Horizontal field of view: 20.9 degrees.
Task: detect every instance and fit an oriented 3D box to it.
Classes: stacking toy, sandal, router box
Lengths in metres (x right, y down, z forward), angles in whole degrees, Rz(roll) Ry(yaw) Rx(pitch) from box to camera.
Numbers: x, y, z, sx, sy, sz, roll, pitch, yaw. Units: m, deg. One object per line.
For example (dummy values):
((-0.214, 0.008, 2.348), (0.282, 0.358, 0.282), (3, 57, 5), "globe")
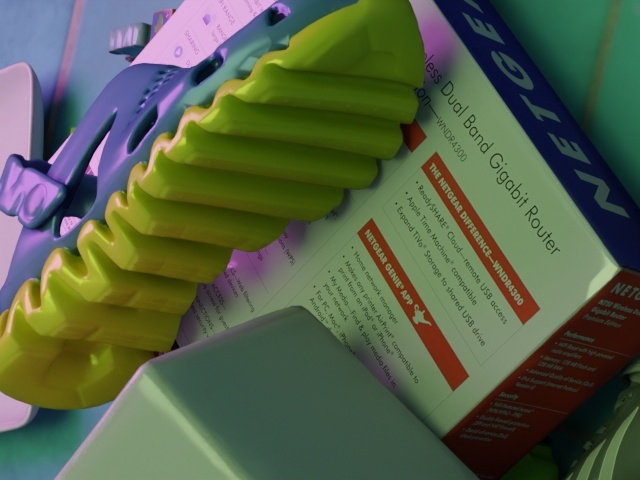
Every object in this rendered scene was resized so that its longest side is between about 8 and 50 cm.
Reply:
((-0.095, -0.142, 1.204), (0.221, 0.052, 0.167), (-2, 78, 46), "stacking toy")
((-0.080, -0.046, 0.918), (0.317, 0.126, 0.138), (-38, 53, 27), "sandal")
((0.000, 0.000, 0.971), (0.301, 0.082, 0.335), (-45, 54, 23), "router box")

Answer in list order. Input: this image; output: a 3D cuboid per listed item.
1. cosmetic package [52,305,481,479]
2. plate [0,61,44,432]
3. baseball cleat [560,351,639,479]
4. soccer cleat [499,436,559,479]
((0.050, 0.271, 0.781), (0.453, 0.161, 0.230), (45, 115, 13), "cosmetic package")
((-0.296, 0.025, 1.364), (0.277, 0.045, 0.278), (-15, 71, 42), "plate")
((0.161, 0.115, 0.896), (0.206, 0.072, 0.109), (-36, 45, 28), "baseball cleat")
((0.056, 0.125, 0.992), (0.179, 0.060, 0.072), (18, 96, 42), "soccer cleat")
